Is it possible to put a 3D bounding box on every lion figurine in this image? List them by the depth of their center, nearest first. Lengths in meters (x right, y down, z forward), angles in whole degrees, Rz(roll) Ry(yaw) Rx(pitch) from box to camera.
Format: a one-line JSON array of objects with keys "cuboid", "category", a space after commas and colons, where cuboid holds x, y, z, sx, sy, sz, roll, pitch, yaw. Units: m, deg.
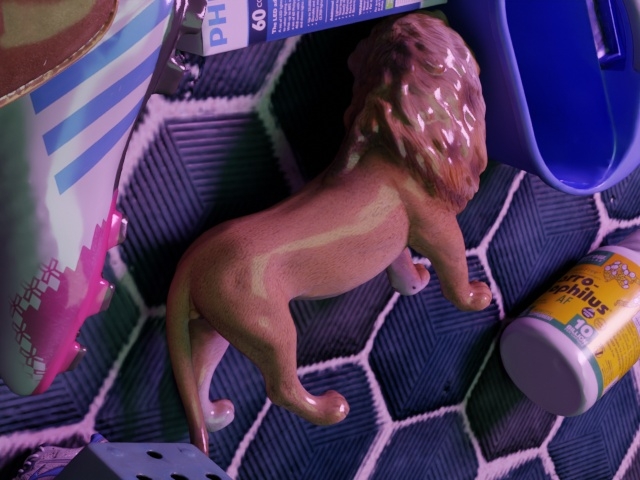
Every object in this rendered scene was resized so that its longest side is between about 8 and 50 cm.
[{"cuboid": [0.000, 0.000, 1.145, 0.392, 0.142, 0.240, -40, 127, -24], "category": "lion figurine"}]

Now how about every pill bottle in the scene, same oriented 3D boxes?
[{"cuboid": [0.294, 0.079, 1.477, 0.208, 0.117, 0.117, -37, 128, -28], "category": "pill bottle"}]

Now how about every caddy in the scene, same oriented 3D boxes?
[{"cuboid": [0.217, -0.204, 1.250, 0.241, 0.179, 0.341, -41, 130, -25], "category": "caddy"}]

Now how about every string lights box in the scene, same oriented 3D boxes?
[{"cuboid": [-0.014, -0.231, 1.085, 0.259, 0.076, 0.133, -18, 117, -39], "category": "string lights box"}]

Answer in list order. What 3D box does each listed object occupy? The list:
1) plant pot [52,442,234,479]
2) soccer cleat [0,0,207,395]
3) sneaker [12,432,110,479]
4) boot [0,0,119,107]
[{"cuboid": [-0.144, 0.273, 1.035, 0.165, 0.165, 0.234, 8, 108, -46], "category": "plant pot"}, {"cuboid": [-0.194, -0.060, 0.969, 0.143, 0.116, 0.331, 16, 99, -22], "category": "soccer cleat"}, {"cuboid": [-0.211, 0.187, 1.073, 0.135, 0.058, 0.052, -19, 145, -29], "category": "sneaker"}, {"cuboid": [-0.248, -0.120, 0.811, 0.305, 0.115, 0.112, -18, 93, -24], "category": "boot"}]
